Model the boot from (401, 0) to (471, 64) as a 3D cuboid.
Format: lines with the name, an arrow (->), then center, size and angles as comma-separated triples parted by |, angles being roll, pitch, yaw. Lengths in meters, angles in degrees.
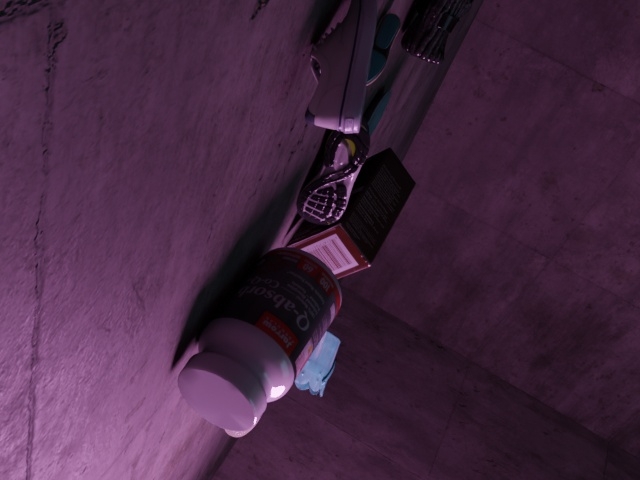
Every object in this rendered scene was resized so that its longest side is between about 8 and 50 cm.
boot -> 0.319, -0.574, 1.669 | 0.348, 0.131, 0.260 | -31, 145, -55

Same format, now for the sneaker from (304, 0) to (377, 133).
sneaker -> 0.031, -0.280, 1.022 | 0.094, 0.091, 0.258 | 94, 6, -65

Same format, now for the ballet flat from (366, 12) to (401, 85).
ballet flat -> 0.111, -0.370, 1.361 | 0.168, 0.057, 0.052 | -59, -177, -7

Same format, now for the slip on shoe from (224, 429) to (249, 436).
slip on shoe -> -0.241, 0.548, 2.442 | 0.101, 0.123, 0.331 | -36, 150, -84

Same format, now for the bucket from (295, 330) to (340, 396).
bucket -> -0.080, 0.348, 2.147 | 0.281, 0.281, 0.183 | 96, 20, -74

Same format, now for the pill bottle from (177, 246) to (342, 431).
pill bottle -> -0.117, 0.195, 1.402 | 0.363, 0.210, 0.210 | -54, 171, -45

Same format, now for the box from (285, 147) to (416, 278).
box -> 0.087, -0.067, 1.764 | 0.191, 0.143, 0.381 | -24, -160, 37

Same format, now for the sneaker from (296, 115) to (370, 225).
sneaker -> 0.040, -0.155, 1.545 | 0.300, 0.111, 0.121 | -59, -176, 37

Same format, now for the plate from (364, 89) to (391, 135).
plate -> 0.137, -0.328, 1.866 | 0.188, 0.024, 0.188 | -59, 174, -10
